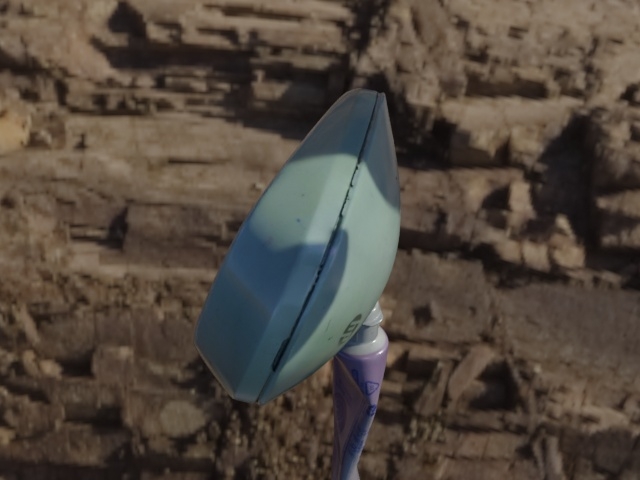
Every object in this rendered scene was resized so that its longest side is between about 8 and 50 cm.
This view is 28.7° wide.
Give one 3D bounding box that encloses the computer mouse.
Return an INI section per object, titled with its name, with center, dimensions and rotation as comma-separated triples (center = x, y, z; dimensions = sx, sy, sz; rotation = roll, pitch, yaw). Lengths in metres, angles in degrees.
[computer mouse]
center = 0.005, 0.003, 0.859
dimensions = 0.097, 0.159, 0.288
rotation = 26, 30, 6

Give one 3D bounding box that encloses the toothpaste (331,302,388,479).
[toothpaste]
center = 0.025, 0.166, 1.042
dimensions = 0.048, 0.301, 0.075
rotation = 6, 37, 4
